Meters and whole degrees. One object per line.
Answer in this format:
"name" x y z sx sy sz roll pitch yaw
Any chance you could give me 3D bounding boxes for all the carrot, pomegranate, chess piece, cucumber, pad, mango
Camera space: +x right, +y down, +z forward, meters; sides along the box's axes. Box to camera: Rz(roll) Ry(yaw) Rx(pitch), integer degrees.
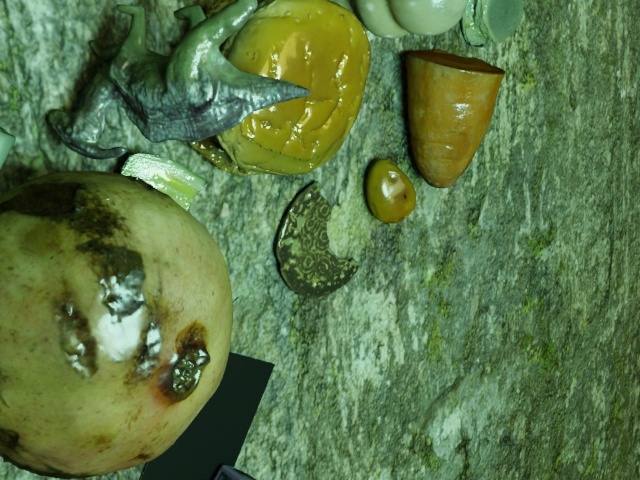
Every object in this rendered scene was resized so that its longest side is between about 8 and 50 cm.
"carrot" 0.203 -0.196 1.195 0.159 0.159 0.225 -18 128 -39
"pomegranate" -0.237 0.085 0.754 0.322 0.322 0.323 -15 113 -40
"chess piece" 0.076 -0.318 0.933 0.142 0.260 0.143 -15 112 -43
"cucumber" -0.203 -0.076 0.900 0.107 0.035 0.067 33 90 -39
"pad" -0.168 0.283 1.067 0.170 0.006 0.246 24 86 -45
"mango" 0.113 -0.080 1.183 0.080 0.060 0.114 -25 122 -20

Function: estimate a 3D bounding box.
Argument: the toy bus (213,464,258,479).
"toy bus" -0.147 0.442 1.062 0.096 0.108 0.199 41 74 -39

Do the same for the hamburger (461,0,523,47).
"hamburger" 0.302 -0.413 1.260 0.140 0.062 0.133 -51 135 -22

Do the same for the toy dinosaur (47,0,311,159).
"toy dinosaur" -0.162 -0.180 0.779 0.077 0.293 0.162 2 80 -68

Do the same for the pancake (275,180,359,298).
"pancake" 0.000 0.000 1.130 0.184 0.020 0.191 -6 108 -42

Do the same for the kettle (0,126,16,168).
"kettle" -0.483 0.014 0.545 0.360 0.250 0.377 23 89 -25

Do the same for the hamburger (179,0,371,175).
"hamburger" -0.057 -0.189 0.903 0.244 0.162 0.245 -28 128 -42
